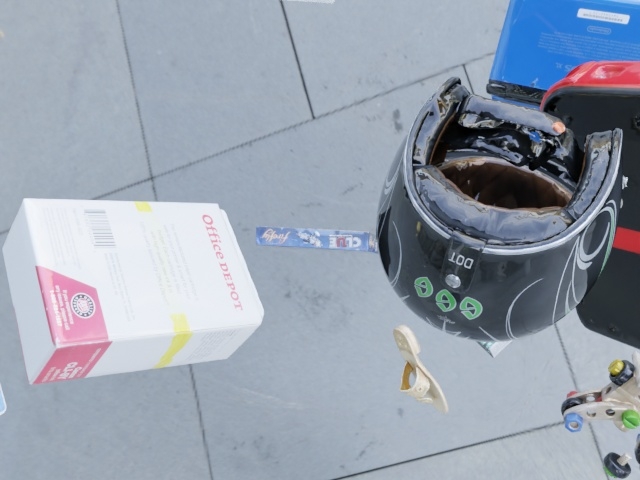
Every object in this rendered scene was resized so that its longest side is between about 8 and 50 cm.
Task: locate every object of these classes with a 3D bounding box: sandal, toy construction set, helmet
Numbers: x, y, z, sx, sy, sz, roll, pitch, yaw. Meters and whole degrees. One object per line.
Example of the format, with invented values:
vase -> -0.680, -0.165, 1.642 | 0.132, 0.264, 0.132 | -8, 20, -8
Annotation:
sandal -> 0.207, 0.314, 1.618 | 0.079, 0.088, 0.240 | -30, 103, -24
toy construction set -> 0.722, 0.366, 1.578 | 0.257, 0.309, 0.237 | 43, 119, 24
helmet -> 0.117, -0.014, 0.477 | 0.170, 0.161, 0.169 | -3, 63, 5

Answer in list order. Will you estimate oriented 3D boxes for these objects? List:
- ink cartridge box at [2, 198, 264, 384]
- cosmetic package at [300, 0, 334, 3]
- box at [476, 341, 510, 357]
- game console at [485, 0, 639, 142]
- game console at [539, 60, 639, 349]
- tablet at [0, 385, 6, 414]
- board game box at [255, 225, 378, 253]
ink cartridge box -> -0.333, 0.082, 1.268 | 0.160, 0.385, 0.279 | -47, 56, 40
cosmetic package -> -0.088, -0.686, 1.551 | 0.156, 0.217, 0.385 | -3, 38, -22
box -> 0.391, 0.100, 1.715 | 0.232, 0.058, 0.322 | -41, 47, -5
game console -> 0.430, -0.242, 1.106 | 0.293, 0.173, 0.250 | 20, 103, 28
game console -> 0.388, -0.003, 0.682 | 0.060, 0.341, 0.387 | -30, 26, -21
tablet -> -0.217, 0.081, 0.384 | 0.006, 0.083, 0.054 | -21, 84, 35
board game box -> 0.000, 0.000, 1.534 | 0.243, 0.165, 0.042 | 3, 88, 15
